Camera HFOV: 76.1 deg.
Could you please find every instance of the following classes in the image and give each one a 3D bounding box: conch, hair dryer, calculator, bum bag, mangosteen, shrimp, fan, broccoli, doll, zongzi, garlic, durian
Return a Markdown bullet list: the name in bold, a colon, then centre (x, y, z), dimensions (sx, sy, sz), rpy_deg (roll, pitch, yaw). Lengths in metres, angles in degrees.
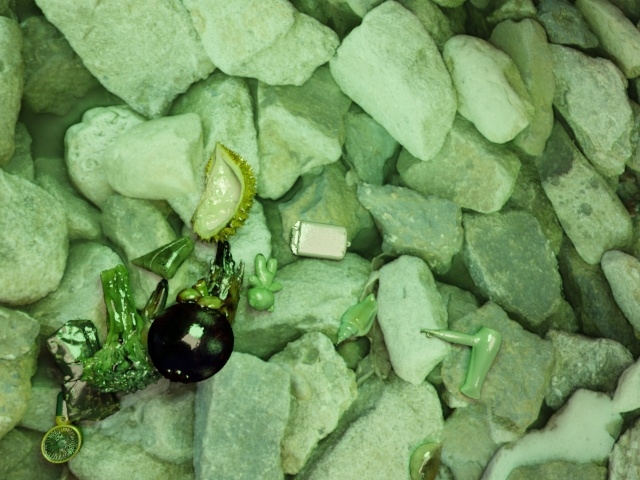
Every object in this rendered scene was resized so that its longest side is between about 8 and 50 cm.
- **conch**: centre (0.104, 0.224, 1.117), dimensions (0.088, 0.065, 0.180), rpy_deg (47, 68, -3)
- **hair dryer**: centre (0.390, 0.323, 1.185), dimensions (0.237, 0.075, 0.206), rpy_deg (23, 86, -2)
- **calculator**: centre (0.000, 0.000, 1.134), dimensions (0.175, 0.032, 0.100), rpy_deg (8, 83, -13)
- **bum bag**: centre (-0.552, 0.305, 0.949), dimensions (0.102, 0.069, 0.248), rpy_deg (-16, 86, -58)
- **mangosteen**: centre (-0.283, 0.199, 0.916), dimensions (0.194, 0.194, 0.230), rpy_deg (14, 55, -11)
- **shrimp**: centre (-0.327, 0.166, 1.026), dimensions (0.233, 0.071, 0.365), rpy_deg (14, 86, -6)
- **fan**: centre (-0.589, 0.426, 0.947), dimensions (0.082, 0.039, 0.155), rpy_deg (1, 79, -12)
- **broccoli**: centre (-0.464, 0.201, 0.952), dimensions (0.165, 0.145, 0.304), rpy_deg (10, 57, -54)
- **doll**: centre (-0.153, 0.112, 1.075), dimensions (0.115, 0.077, 0.150), rpy_deg (29, 62, -47)
- **zongzi**: centre (-0.390, 0.016, 1.041), dimensions (0.130, 0.062, 0.154), rpy_deg (16, 58, 24)
- **garlic**: centre (0.286, 0.606, 1.125), dimensions (0.084, 0.066, 0.152), rpy_deg (21, 82, -38)
- **durian**: centre (-0.229, -0.100, 1.029), dimensions (0.183, 0.138, 0.249), rpy_deg (15, 81, 22)
